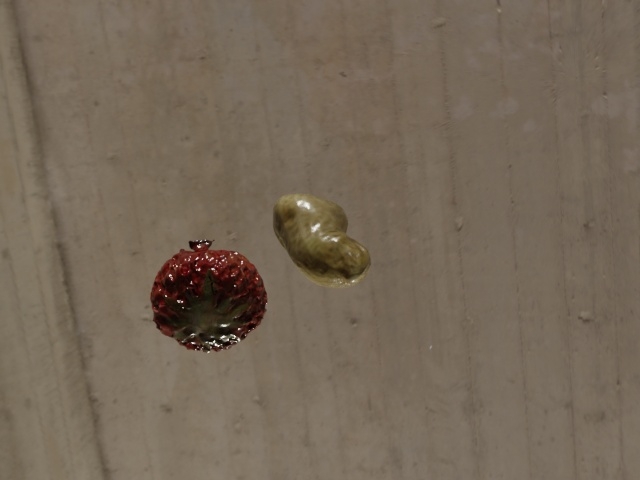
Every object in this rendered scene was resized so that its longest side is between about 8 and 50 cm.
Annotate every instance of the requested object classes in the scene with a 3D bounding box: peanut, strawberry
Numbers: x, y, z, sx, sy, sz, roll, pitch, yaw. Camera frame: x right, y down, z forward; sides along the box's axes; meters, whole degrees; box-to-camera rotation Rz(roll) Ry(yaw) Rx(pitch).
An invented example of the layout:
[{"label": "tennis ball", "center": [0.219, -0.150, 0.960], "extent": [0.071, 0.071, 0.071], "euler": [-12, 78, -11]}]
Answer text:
[{"label": "peanut", "center": [0.000, 0.000, 1.442], "extent": [0.137, 0.122, 0.253], "euler": [-39, -129, 7]}, {"label": "strawberry", "center": [-0.132, 0.075, 0.914], "extent": [0.145, 0.086, 0.145], "euler": [-5, -59, -9]}]
